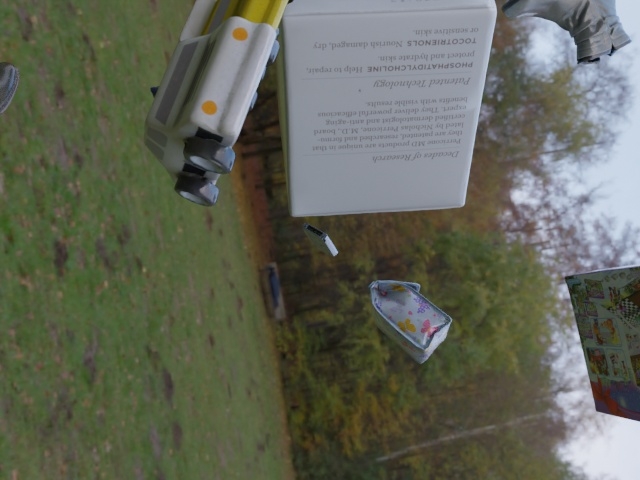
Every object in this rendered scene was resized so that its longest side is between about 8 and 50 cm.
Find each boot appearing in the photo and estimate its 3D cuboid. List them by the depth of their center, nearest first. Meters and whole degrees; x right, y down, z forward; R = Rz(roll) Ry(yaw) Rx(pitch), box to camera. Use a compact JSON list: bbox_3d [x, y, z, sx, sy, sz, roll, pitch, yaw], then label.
[{"bbox_3d":[-0.586,-0.249,1.269,0.106,0.082,0.219,91,21,-55],"label":"boot"},{"bbox_3d":[0.464,-0.400,1.407,0.083,0.247,0.161,161,-88,-71],"label":"boot"}]

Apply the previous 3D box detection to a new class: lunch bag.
[{"bbox_3d":[0.084,0.073,0.752,0.083,0.053,0.071,38,-13,17],"label":"lunch bag"}]

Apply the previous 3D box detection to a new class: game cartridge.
[{"bbox_3d":[0.000,0.000,1.467,0.083,0.017,0.056,31,-25,52],"label":"game cartridge"}]

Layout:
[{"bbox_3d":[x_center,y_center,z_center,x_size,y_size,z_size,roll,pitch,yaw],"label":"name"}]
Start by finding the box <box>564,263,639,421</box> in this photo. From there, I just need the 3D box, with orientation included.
[{"bbox_3d":[0.418,0.128,0.958,0.293,0.057,0.200,146,-67,-80],"label":"box"}]

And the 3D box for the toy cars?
[{"bbox_3d":[-0.091,-0.146,0.647,0.393,0.087,0.176,-87,-160,-62],"label":"toy cars"}]

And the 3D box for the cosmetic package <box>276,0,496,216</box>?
[{"bbox_3d":[0.086,-0.298,1.351,0.329,0.328,0.393,-99,-174,-47],"label":"cosmetic package"}]
